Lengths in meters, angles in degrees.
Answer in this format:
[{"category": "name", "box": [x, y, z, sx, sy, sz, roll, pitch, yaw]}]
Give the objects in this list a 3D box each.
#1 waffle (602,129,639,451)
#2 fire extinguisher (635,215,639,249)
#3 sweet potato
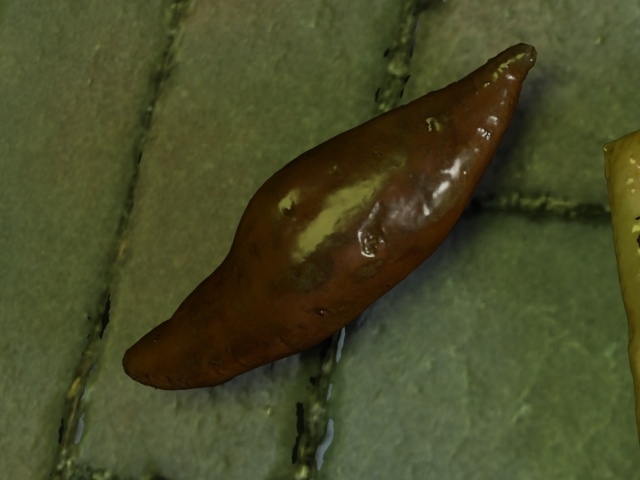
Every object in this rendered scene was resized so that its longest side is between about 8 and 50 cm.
[{"category": "waffle", "box": [0.272, 0.030, 0.956, 0.221, 0.055, 0.248, -17, 66, 30]}, {"category": "fire extinguisher", "box": [0.190, 0.021, 0.970, 0.028, 0.022, 0.083, 135, 133, -55]}, {"category": "sweet potato", "box": [0.005, -0.002, 1.126, 0.359, 0.112, 0.112, -42, 55, 13]}]
